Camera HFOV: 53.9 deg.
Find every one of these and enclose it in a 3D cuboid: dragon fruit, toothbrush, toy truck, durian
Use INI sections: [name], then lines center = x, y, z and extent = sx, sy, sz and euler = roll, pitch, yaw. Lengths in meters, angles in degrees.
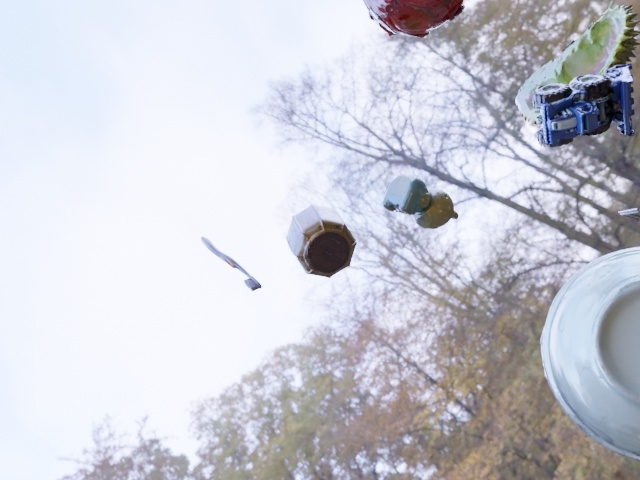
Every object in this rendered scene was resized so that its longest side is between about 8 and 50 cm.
[dragon fruit]
center = 0.207, -0.569, 1.388
extent = 0.240, 0.252, 0.241
euler = -21, -56, -34
[toothbrush]
center = -0.238, 0.054, 1.634
extent = 0.031, 0.321, 0.023
euler = -22, -55, -25
[toy truck]
center = 0.523, -0.255, 1.212
extent = 0.208, 0.126, 0.113
euler = -18, -64, -1
[durian]
center = 0.620, -0.402, 1.506
extent = 0.157, 0.170, 0.355
euler = -24, -20, -49

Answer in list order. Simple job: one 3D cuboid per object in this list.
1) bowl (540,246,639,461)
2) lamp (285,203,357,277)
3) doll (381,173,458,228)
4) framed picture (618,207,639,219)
[bowl]
center = 0.459, 0.148, 0.862
extent = 0.307, 0.307, 0.163
euler = -56, -27, -1
[lamp]
center = 0.000, 0.000, 1.543
extent = 0.161, 0.185, 0.162
euler = -4, -71, -13
[doll]
center = 0.381, -0.139, 2.361
extent = 0.260, 0.177, 0.162
euler = 25, -96, -29
[framed picture]
center = 0.853, -0.051, 1.560
extent = 0.142, 0.183, 0.011
euler = 6, -82, -82
